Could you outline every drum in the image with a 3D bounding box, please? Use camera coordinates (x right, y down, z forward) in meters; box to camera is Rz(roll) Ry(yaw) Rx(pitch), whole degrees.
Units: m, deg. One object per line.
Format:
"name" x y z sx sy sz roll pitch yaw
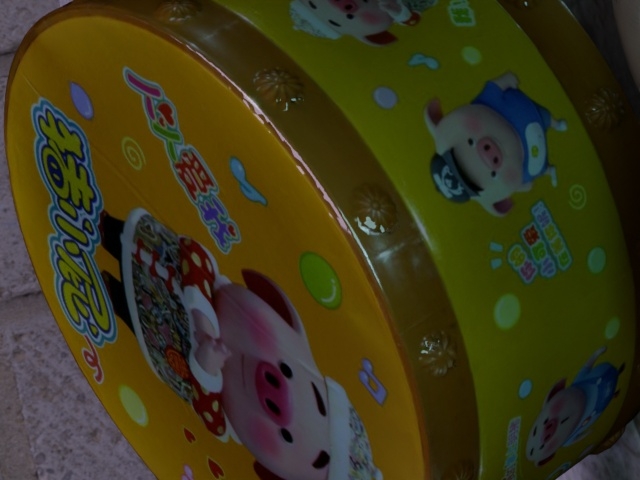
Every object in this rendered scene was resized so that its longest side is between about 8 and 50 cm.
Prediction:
"drum" 0.000 0.000 1.112 0.431 0.214 0.431 36 143 33

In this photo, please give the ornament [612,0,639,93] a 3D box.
"ornament" 0.206 -0.043 0.895 0.245 0.061 0.230 -134 37 -60
